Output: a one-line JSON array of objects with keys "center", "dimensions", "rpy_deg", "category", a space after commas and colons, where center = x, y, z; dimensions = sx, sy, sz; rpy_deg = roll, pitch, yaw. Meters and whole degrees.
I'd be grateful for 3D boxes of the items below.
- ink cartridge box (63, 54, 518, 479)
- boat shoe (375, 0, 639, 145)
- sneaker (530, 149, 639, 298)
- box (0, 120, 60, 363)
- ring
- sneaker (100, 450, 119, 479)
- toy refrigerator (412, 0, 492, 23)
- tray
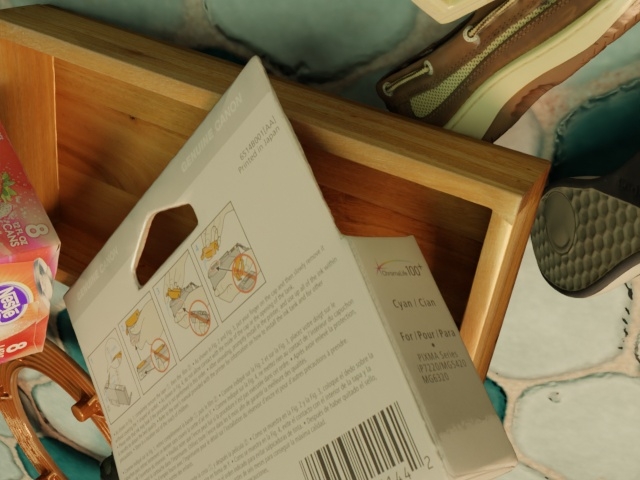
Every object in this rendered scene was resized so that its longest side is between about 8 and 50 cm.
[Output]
[{"center": [-0.053, 0.079, 0.488], "dimensions": [0.296, 0.066, 0.261], "rpy_deg": [-42, 61, 38], "category": "ink cartridge box"}, {"center": [0.123, -0.142, 0.429], "dimensions": [0.095, 0.095, 0.257], "rpy_deg": [45, 129, -2], "category": "boat shoe"}, {"center": [0.247, -0.019, 0.480], "dimensions": [0.163, 0.086, 0.226], "rpy_deg": [-7, 172, -13], "category": "sneaker"}, {"center": [-0.323, -0.050, 0.553], "dimensions": [0.300, 0.154, 0.142], "rpy_deg": [55, 140, 24], "category": "box"}, {"center": [-0.308, 0.251, 0.903], "dimensions": [0.336, 0.032, 0.337], "rpy_deg": [23, 130, 31], "category": "ring"}, {"center": [-0.215, 0.244, 0.903], "dimensions": [0.227, 0.087, 0.130], "rpy_deg": [-19, 97, 52], "category": "sneaker"}, {"center": [0.134, -0.201, 0.318], "dimensions": [0.269, 0.094, 0.102], "rpy_deg": [-19, 153, 38], "category": "toy refrigerator"}, {"center": [-0.068, -0.019, 0.539], "dimensions": [0.410, 0.076, 0.203], "rpy_deg": [22, 121, 22], "category": "tray"}]
